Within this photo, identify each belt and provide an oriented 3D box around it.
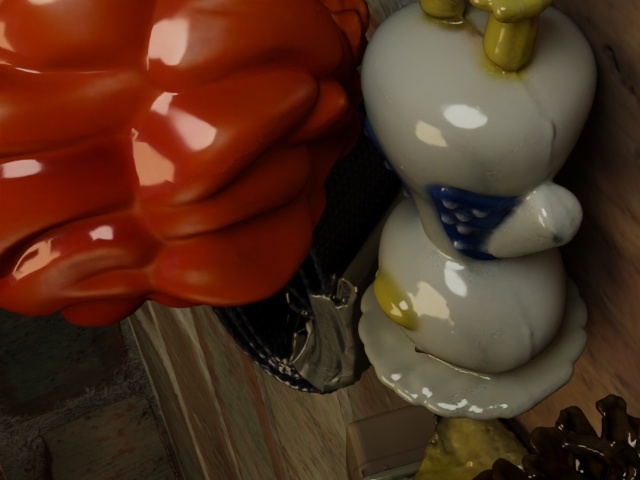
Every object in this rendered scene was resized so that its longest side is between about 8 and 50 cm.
[{"bbox_3d":[0.000,0.000,0.986,0.139,0.126,0.230,29,152,21],"label":"belt"}]

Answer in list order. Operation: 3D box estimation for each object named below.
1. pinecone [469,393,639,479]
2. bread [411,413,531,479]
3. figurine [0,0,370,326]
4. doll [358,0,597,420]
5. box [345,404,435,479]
[{"bbox_3d":[0.133,0.152,0.681,0.163,0.163,0.165,51,143,47],"label":"pinecone"},{"bbox_3d":[0.076,0.202,0.950,0.169,0.160,0.140,50,160,50],"label":"bread"},{"bbox_3d":[-0.088,-0.159,0.716,0.306,0.241,0.411,125,149,-76],"label":"figurine"},{"bbox_3d":[0.070,-0.017,0.692,0.138,0.119,0.293,44,157,33],"label":"doll"},{"bbox_3d":[0.062,0.177,1.130,0.122,0.089,0.062,88,165,-56],"label":"box"}]
